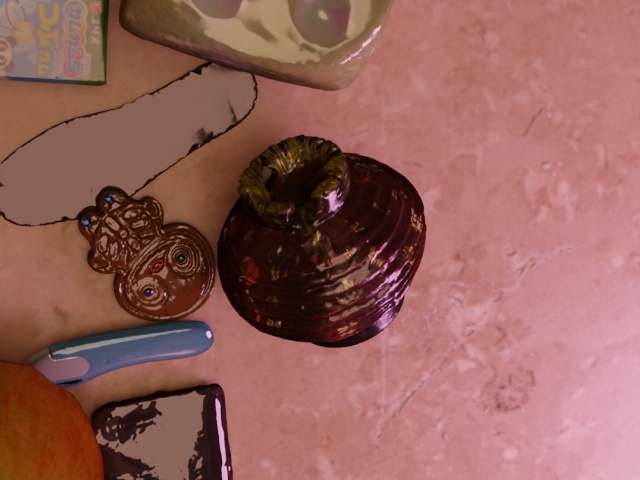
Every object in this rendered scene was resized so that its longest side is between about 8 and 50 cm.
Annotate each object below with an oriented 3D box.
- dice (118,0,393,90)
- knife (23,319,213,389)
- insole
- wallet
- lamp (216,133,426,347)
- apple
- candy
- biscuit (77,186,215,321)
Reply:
[{"bbox_3d":[-0.062,-0.301,1.214,0.252,0.254,0.250,15,94,-16],"label":"dice"},{"bbox_3d":[-0.231,0.129,1.353,0.222,0.031,0.064,-11,123,-15],"label":"knife"},{"bbox_3d":[-0.217,-0.109,1.332,0.328,0.007,0.111,-29,107,-9],"label":"insole"},{"bbox_3d":[-0.176,0.329,1.394,0.165,0.042,0.309,-8,101,-16],"label":"wallet"},{"bbox_3d":[0.000,0.000,1.292,0.247,0.247,0.247,-2,99,-15],"label":"lamp"},{"bbox_3d":[-0.383,0.271,1.194,0.339,0.339,0.339,-2,99,-15],"label":"apple"},{"bbox_3d":[-0.326,-0.219,1.256,0.194,0.062,0.097,1,98,-16],"label":"candy"},{"bbox_3d":[-0.198,0.019,1.344,0.175,0.026,0.124,44,87,-19],"label":"biscuit"}]
